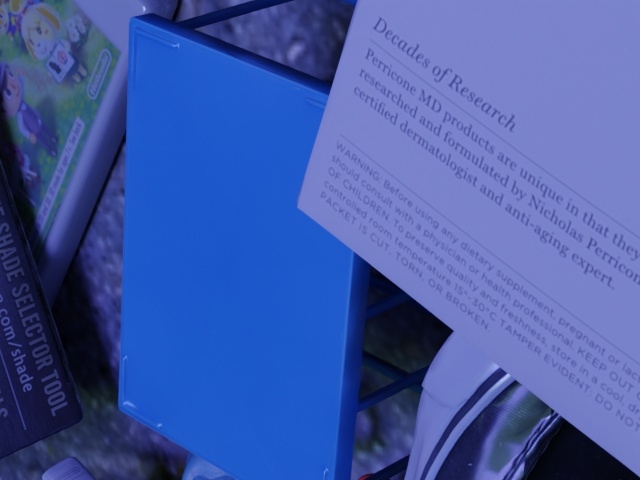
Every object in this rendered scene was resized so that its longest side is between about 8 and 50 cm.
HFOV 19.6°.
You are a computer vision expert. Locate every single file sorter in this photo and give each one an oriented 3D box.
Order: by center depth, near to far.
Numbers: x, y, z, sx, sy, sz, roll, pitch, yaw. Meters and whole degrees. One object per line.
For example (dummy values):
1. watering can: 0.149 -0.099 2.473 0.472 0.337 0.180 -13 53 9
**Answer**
1. file sorter: 0.000 0.000 0.723 0.118 0.104 0.170 25 122 36

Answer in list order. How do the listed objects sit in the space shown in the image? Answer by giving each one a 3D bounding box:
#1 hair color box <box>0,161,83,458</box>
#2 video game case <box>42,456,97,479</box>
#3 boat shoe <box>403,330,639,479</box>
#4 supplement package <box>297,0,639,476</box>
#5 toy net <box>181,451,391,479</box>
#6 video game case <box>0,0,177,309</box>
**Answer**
1. hair color box: -0.280 0.027 0.988 0.339 0.110 0.185 -6 105 49
2. video game case: -0.072 0.226 0.899 0.183 0.023 0.201 41 146 32
3. boat shoe: 0.070 0.128 0.667 0.301 0.108 0.102 -60 33 32
4. supplement package: 0.143 -0.100 0.487 0.175 0.177 0.293 39 130 28
5. toy net: 0.023 0.175 0.821 0.122 0.045 0.232 -32 85 32
6. video game case: -0.168 -0.096 0.909 0.193 0.023 0.212 47 133 21
